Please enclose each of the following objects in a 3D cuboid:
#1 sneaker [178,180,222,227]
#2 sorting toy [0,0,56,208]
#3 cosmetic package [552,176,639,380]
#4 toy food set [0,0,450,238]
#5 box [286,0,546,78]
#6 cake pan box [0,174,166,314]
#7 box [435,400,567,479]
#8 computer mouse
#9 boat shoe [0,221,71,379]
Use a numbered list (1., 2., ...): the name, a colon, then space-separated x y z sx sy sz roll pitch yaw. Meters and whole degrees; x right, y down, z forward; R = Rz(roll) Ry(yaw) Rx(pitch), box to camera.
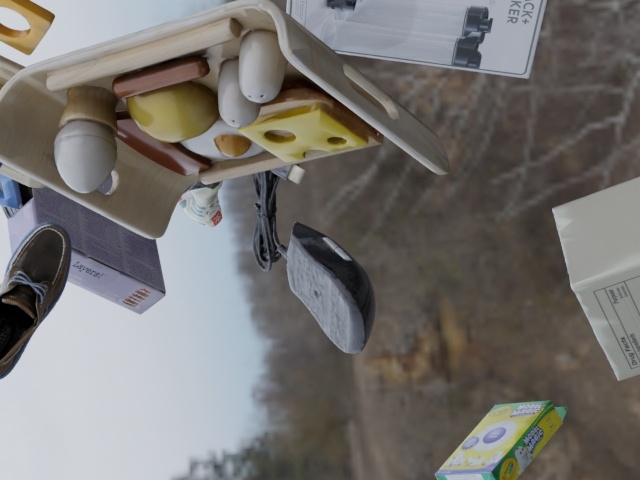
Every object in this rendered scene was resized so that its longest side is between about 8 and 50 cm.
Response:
1. sneaker: -0.175 -0.062 2.447 0.075 0.057 0.161 50 157 -8
2. sorting toy: -0.329 -0.119 1.421 0.348 0.196 0.047 122 168 -57
3. cosmetic package: 0.391 0.001 1.436 0.113 0.309 0.160 -94 -20 -44
4. toy food set: -0.081 -0.073 1.200 0.219 0.306 0.092 31 -123 -48
5. box: 0.110 -0.288 1.744 0.169 0.289 0.087 98 -179 -50
6. cake pan box: -0.358 -0.039 2.303 0.267 0.070 0.246 28 -148 -42
7. box: 0.242 0.267 2.037 0.179 0.105 0.043 -40 -72 -39
8. computer mouse: 0.000 0.000 1.773 0.262 0.060 0.184 43 143 48
9. boat shoe: -0.312 0.065 1.632 0.066 0.066 0.183 154 138 -76
